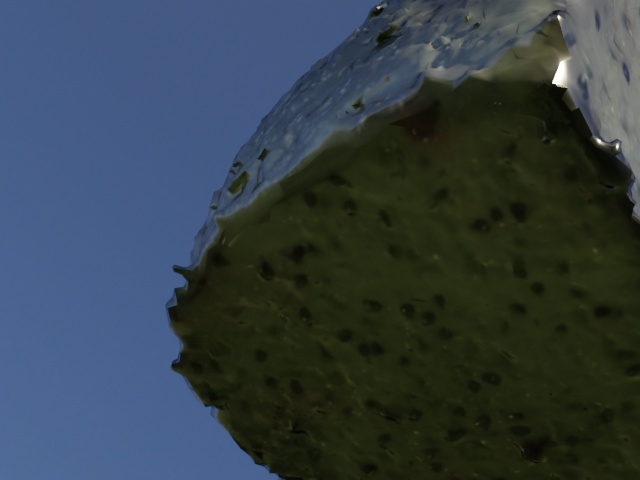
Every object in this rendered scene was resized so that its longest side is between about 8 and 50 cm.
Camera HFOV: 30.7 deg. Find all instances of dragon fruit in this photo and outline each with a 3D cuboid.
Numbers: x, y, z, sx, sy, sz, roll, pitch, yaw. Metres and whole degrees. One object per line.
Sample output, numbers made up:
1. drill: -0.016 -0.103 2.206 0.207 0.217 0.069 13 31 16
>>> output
1. dragon fruit: 0.082 0.010 0.501 0.221 0.204 0.283 -20 -62 31
